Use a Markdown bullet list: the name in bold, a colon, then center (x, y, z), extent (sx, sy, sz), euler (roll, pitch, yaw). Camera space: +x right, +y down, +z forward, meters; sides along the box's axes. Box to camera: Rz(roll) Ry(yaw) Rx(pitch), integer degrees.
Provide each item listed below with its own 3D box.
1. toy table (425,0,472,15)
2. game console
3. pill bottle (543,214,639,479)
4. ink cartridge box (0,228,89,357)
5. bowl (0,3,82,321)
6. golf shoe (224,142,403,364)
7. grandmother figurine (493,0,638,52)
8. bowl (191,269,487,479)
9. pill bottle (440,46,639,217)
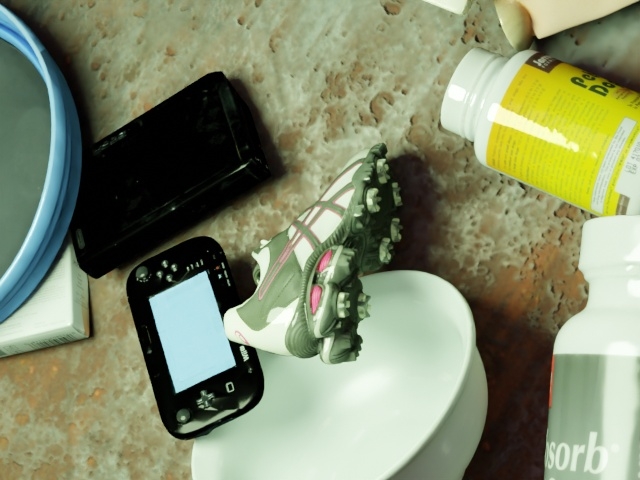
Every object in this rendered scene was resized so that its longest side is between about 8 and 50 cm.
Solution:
- **toy table**: center (0.049, -0.324, 1.677), extent (0.252, 0.274, 0.161), euler (26, 99, 24)
- **game console**: center (-0.128, 0.019, 1.750), extent (0.213, 0.044, 0.361), euler (-31, 55, 16)
- **pill bottle**: center (0.297, 0.170, 1.559), extent (0.210, 0.210, 0.363), euler (3, 83, 19)
- **ink cartridge box**: center (-0.312, 0.028, 1.882), extent (0.145, 0.045, 0.179), euler (-13, 61, 17)
- **bowl**: center (-0.416, -0.070, 1.874), extent (0.391, 0.077, 0.391), euler (-6, 75, 24)
- **golf shoe**: center (0.000, 0.000, 1.670), extent (0.120, 0.273, 0.105), euler (-1, 126, 21)
- **grandmother figurine**: center (0.322, -0.277, 1.664), extent (0.342, 0.104, 0.208), euler (-22, 75, 16)
- **bowl**: center (0.041, 0.177, 1.654), extent (0.298, 0.134, 0.298), euler (-28, 32, 19)
- **pill bottle**: center (0.222, -0.099, 1.666), extent (0.215, 0.117, 0.117), euler (25, 92, 19)
